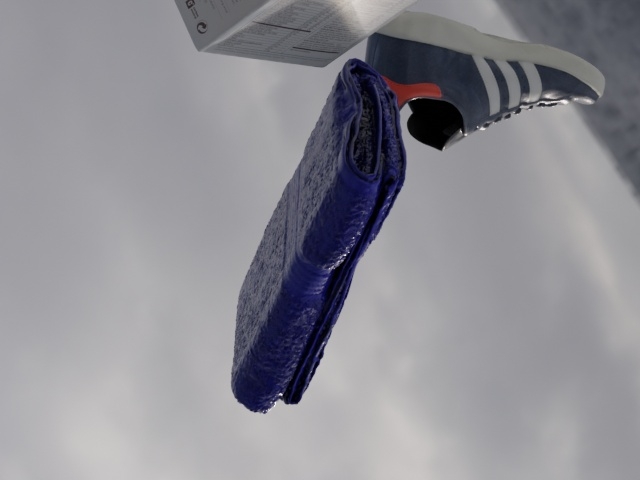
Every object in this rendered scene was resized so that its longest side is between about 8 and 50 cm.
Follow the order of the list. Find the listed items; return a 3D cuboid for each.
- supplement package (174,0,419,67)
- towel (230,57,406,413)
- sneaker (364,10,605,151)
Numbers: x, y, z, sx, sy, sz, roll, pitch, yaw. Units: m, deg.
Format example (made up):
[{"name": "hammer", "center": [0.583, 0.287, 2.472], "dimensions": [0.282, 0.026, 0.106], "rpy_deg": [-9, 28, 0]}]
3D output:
[{"name": "supplement package", "center": [0.010, -0.298, 1.397], "dimensions": [0.198, 0.263, 0.199], "rpy_deg": [-2, -116, -57]}, {"name": "towel", "center": [0.000, 0.000, 1.669], "dimensions": [0.076, 0.308, 0.227], "rpy_deg": [20, -147, -11]}, {"name": "sneaker", "center": [0.184, -0.172, 1.987], "dimensions": [0.350, 0.148, 0.131], "rpy_deg": [9, -172, -35]}]
